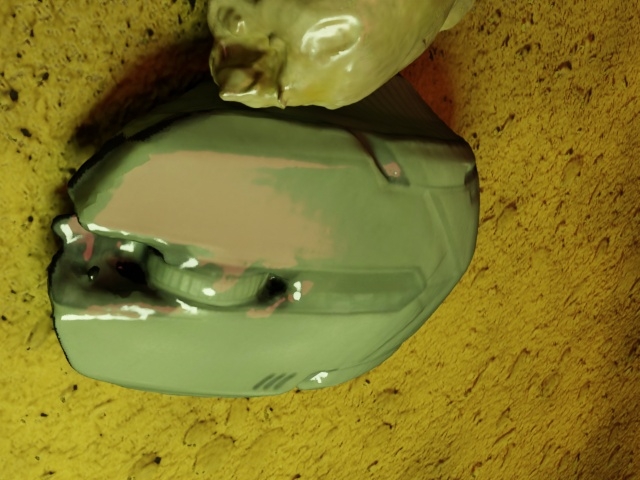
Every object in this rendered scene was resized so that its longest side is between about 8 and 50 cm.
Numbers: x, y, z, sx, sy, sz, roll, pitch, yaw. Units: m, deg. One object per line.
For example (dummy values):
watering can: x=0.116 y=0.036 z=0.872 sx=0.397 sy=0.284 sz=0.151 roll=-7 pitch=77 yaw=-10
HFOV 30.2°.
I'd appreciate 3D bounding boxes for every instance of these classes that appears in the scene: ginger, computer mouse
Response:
ginger: x=0.029 y=-0.175 z=0.776 sx=0.267 sy=0.138 sz=0.152 roll=-35 pitch=144 yaw=-38
computer mouse: x=0.001 y=0.002 z=0.865 sx=0.429 sy=0.145 sz=0.228 roll=-7 pitch=123 yaw=-48
